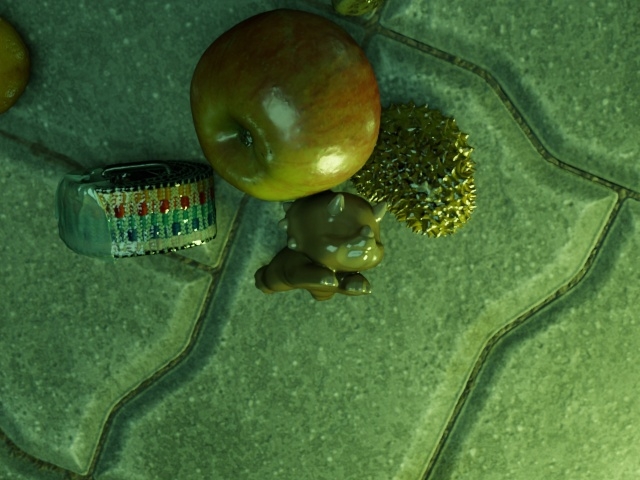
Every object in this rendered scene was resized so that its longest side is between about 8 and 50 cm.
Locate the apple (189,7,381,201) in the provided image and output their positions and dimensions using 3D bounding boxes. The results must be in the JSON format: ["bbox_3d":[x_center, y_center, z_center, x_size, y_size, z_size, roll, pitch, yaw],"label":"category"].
[{"bbox_3d":[-0.058,-0.201,1.355,0.301,0.301,0.302,1,106,4],"label":"apple"}]

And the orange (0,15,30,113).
[{"bbox_3d":[-0.556,-0.283,1.455,0.177,0.155,0.178,0,93,7],"label":"orange"}]

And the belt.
[{"bbox_3d":[-0.299,-0.056,1.471,0.257,0.207,0.150,-6,106,-12],"label":"belt"}]

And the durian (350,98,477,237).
[{"bbox_3d":[0.153,-0.116,1.463,0.249,0.138,0.183,36,114,0],"label":"durian"}]

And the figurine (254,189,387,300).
[{"bbox_3d":[0.005,0.000,1.476,0.177,0.247,0.173,8,80,-14],"label":"figurine"}]

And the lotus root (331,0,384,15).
[{"bbox_3d":[0.086,-0.416,1.397,0.179,0.089,0.080,-51,54,19],"label":"lotus root"}]
